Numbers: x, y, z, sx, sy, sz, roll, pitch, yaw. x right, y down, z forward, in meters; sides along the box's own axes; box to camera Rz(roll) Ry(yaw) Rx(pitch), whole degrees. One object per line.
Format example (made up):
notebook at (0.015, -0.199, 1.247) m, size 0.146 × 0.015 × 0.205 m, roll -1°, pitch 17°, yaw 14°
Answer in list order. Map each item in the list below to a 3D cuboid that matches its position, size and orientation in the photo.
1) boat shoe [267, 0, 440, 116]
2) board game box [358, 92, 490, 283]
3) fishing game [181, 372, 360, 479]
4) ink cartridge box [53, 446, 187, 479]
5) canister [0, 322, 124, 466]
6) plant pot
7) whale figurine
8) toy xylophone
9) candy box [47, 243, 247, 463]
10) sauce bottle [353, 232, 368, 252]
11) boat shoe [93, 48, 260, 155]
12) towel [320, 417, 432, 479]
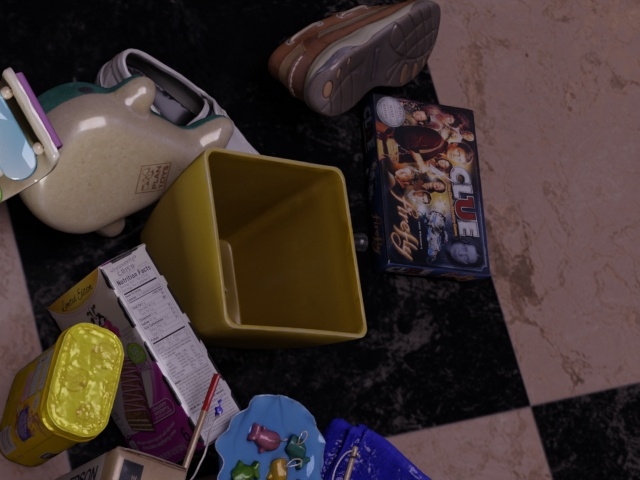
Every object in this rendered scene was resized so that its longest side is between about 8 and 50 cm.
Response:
boat shoe at (0.050, -0.265, 2.258) m, size 0.116 × 0.123 × 0.324 m, roll 26°, pitch 30°, yaw 25°
board game box at (0.140, -0.069, 2.283) m, size 0.165 × 0.042 × 0.243 m, roll 6°, pitch 68°, yaw -29°
fishing game at (-0.051, 0.264, 1.889) m, size 0.264 × 0.041 × 0.189 m, roll 38°, pitch 64°, yaw -41°
ink cartridge box at (-0.245, 0.338, 1.778) m, size 0.088 × 0.234 × 0.193 m, roll 23°, pitch 61°, yaw -22°
canister at (-0.287, 0.172, 1.857) m, size 0.073 × 0.170 × 0.126 m, roll 22°, pitch 62°, yaw -22°
plant pot at (-0.096, 0.032, 2.003) m, size 0.212 × 0.187 × 0.212 m, roll 7°, pitch 68°, yaw -41°
whale figurine at (-0.240, -0.109, 2.006) m, size 0.272 × 0.216 × 0.141 m, roll -8°, pitch 37°, yaw -34°
toy xylophone at (-0.454, -0.086, 1.853) m, size 0.322 × 0.081 × 0.236 m, roll -38°, pitch 88°, yaw -4°
candy box at (-0.200, 0.139, 1.929) m, size 0.071 × 0.159 × 0.233 m, roll -28°, pitch 86°, yaw -37°
sauce bottle at (0.000, 0.000, 2.175) m, size 0.128 × 0.042 × 0.042 m, roll 4°, pitch 69°, yaw -32°
boat shoe at (-0.155, -0.142, 2.108) m, size 0.267 × 0.088 × 0.096 m, roll 42°, pitch 56°, yaw -10°
towel at (0.040, 0.388, 2.024) m, size 0.227 × 0.076 × 0.308 m, roll 40°, pitch 56°, yaw -11°
